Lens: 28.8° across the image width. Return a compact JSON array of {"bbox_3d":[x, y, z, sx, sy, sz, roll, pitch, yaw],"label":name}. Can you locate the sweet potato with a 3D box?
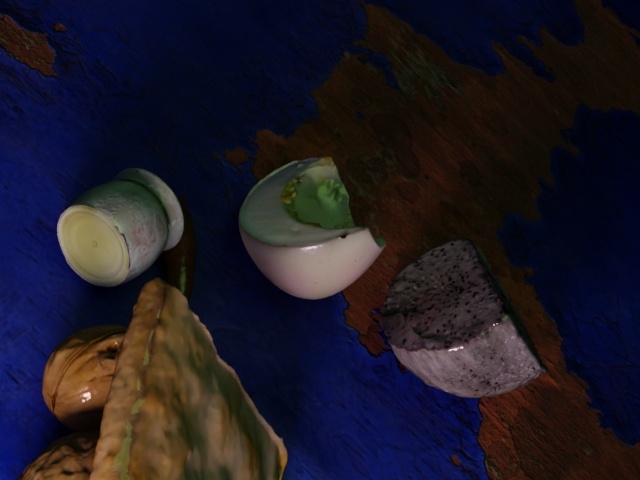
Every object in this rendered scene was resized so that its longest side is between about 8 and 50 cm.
[{"bbox_3d":[-0.221,0.034,1.938,0.057,0.057,0.264,18,48,-25],"label":"sweet potato"}]

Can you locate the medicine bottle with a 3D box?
[{"bbox_3d":[-0.297,-0.020,1.858,0.147,0.147,0.143,46,41,1],"label":"medicine bottle"}]

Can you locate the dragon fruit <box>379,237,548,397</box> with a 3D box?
[{"bbox_3d":[0.236,0.162,2.091,0.221,0.204,0.283,53,12,-32],"label":"dragon fruit"}]

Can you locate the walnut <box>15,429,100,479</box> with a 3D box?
[{"bbox_3d":[-0.314,0.331,1.577,0.155,0.155,0.184,48,51,3],"label":"walnut"}]

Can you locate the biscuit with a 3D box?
[{"bbox_3d":[-0.171,0.346,1.591,0.429,0.104,0.446,60,31,-49],"label":"biscuit"}]

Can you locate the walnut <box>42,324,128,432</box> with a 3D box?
[{"bbox_3d":[-0.298,0.184,1.716,0.180,0.144,0.144,-19,71,-34],"label":"walnut"}]

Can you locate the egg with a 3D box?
[{"bbox_3d":[-0.019,0.004,2.039,0.206,0.161,0.271,-23,35,-12],"label":"egg"}]
